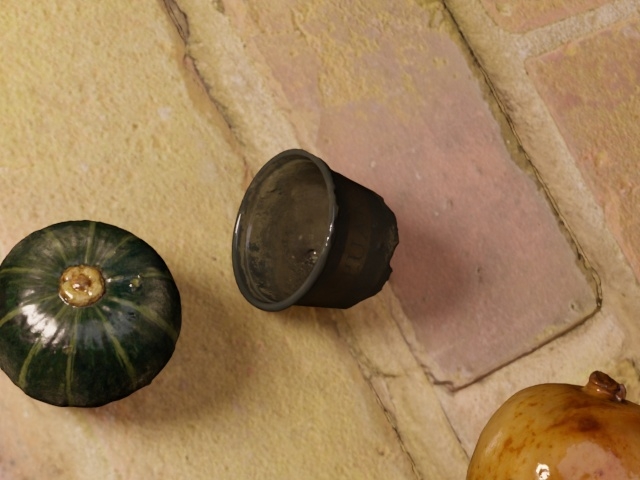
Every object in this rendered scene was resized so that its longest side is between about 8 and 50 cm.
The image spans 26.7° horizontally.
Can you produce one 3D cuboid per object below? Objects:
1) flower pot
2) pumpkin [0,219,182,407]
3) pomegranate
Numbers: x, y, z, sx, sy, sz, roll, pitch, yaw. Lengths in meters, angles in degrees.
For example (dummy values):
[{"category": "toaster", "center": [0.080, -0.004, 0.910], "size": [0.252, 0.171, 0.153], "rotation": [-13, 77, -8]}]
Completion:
[{"category": "flower pot", "center": [0.000, 0.000, 1.295], "size": [0.107, 0.157, 0.157], "rotation": [16, 63, -38]}, {"category": "pumpkin", "center": [-0.203, 0.065, 1.162], "size": [0.167, 0.125, 0.167], "rotation": [7, 49, -8]}, {"category": "pomegranate", "center": [0.252, 0.231, 1.294], "size": [0.215, 0.215, 0.215], "rotation": [10, 67, -25]}]
